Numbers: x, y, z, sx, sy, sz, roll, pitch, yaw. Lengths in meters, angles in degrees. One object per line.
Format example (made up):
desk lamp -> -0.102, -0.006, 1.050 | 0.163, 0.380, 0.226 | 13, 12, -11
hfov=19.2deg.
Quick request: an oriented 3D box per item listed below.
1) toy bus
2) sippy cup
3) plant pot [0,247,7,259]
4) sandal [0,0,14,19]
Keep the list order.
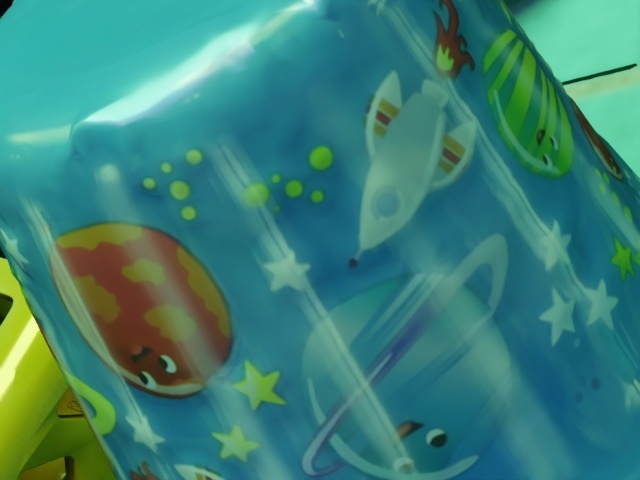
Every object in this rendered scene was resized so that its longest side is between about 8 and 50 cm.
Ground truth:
toy bus -> -0.151, 0.103, 0.785 | 0.191, 0.104, 0.202 | -29, 45, 13
sippy cup -> 0.000, 0.000, 0.636 | 0.240, 0.224, 0.305 | 0, 41, 43
plant pot -> -0.242, -0.046, 0.873 | 0.215, 0.230, 0.215 | -18, 49, 22
sandal -> -0.130, -0.132, 0.872 | 0.067, 0.040, 0.179 | -17, 35, 17
